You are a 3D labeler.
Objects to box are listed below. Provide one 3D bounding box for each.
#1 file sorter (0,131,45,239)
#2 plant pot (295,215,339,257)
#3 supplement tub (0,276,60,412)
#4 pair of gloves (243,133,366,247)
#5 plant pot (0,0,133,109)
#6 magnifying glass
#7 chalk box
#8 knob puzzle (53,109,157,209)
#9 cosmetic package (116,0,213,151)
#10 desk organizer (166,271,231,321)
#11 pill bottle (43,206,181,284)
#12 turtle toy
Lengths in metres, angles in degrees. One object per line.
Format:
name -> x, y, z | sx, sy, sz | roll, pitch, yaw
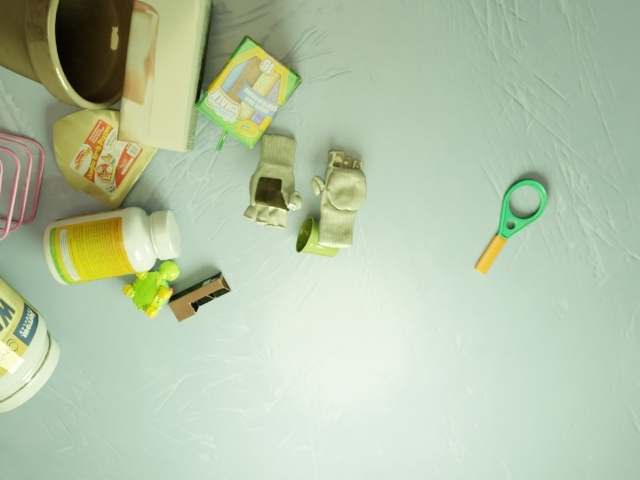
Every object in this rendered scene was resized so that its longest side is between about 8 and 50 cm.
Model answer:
file sorter -> -0.663, -0.102, 1.109 | 0.182, 0.291, 0.202 | 13, 103, -8
plant pot -> 0.000, 0.000, 1.271 | 0.079, 0.083, 0.083 | 20, 103, -20
supplement tub -> -0.694, 0.175, 1.167 | 0.228, 0.228, 0.316 | -25, 130, 4
pair of gloves -> -0.024, -0.104, 1.215 | 0.240, 0.042, 0.204 | 15, 76, -6
plant pot -> -0.495, -0.383, 1.080 | 0.229, 0.263, 0.263 | 11, 104, 13
magnifying glass -> 0.410, -0.028, 1.302 | 0.092, 0.026, 0.231 | 28, 100, -9
chalk box -> -0.150, -0.269, 1.164 | 0.132, 0.132, 0.213 | 37, 99, -11
knob puzzle -> -0.457, -0.185, 1.226 | 0.213, 0.030, 0.213 | 0, 105, -2
cosmetic package -> -0.290, -0.322, 1.121 | 0.129, 0.153, 0.296 | 9, 96, -6
desk organizer -> -0.264, 0.124, 1.303 | 0.130, 0.047, 0.050 | -26, 106, 5
pill bottle -> -0.420, 0.006, 1.221 | 0.245, 0.136, 0.137 | -10, 104, 1
turtle toy -> -0.355, 0.099, 1.282 | 0.095, 0.066, 0.130 | 40, 98, 13
